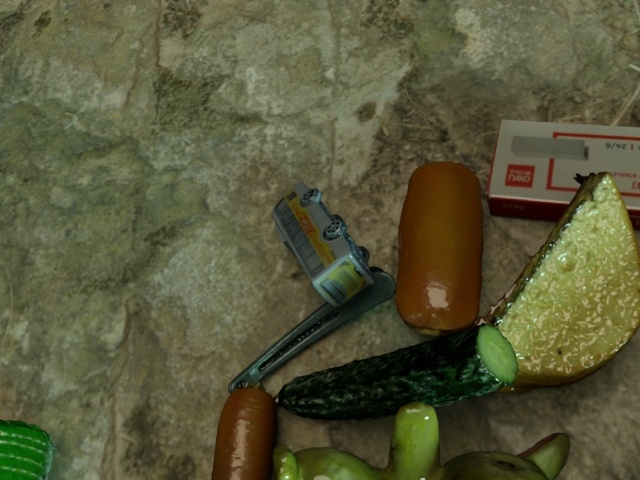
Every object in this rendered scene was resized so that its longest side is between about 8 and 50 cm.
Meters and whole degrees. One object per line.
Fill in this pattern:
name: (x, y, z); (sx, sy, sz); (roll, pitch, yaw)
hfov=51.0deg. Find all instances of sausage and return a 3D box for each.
sausage: (0.137, 0.003, 0.770); (0.098, 0.098, 0.238); (-1, 53, 15)

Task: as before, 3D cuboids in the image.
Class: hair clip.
hair clip: (-0.010, 0.110, 0.786); (0.229, 0.070, 0.039); (-37, 95, 0)

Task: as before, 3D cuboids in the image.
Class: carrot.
carrot: (-0.084, 0.259, 0.705); (0.067, 0.067, 0.225); (-4, 62, 13)

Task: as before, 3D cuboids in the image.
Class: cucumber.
cucumber: (0.058, 0.146, 0.677); (0.293, 0.067, 0.068); (-25, 50, 41)

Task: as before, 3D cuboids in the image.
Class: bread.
bread: (0.258, 0.063, 0.687); (0.134, 0.129, 0.260); (34, 85, 9)

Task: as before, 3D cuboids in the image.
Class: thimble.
thimble: (-0.372, 0.257, 0.758); (0.129, 0.118, 0.090); (7, 55, -12)

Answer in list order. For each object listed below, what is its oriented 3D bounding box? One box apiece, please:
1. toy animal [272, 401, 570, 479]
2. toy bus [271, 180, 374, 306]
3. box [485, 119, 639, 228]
toy animal: (0.124, 0.246, 0.591); (0.362, 0.180, 0.181); (-15, 54, 4)
toy bus: (0.000, 0.000, 0.802); (0.075, 0.064, 0.190); (-41, 35, 3)
box: (0.322, -0.080, 0.799); (0.229, 0.050, 0.123); (7, 63, 19)
